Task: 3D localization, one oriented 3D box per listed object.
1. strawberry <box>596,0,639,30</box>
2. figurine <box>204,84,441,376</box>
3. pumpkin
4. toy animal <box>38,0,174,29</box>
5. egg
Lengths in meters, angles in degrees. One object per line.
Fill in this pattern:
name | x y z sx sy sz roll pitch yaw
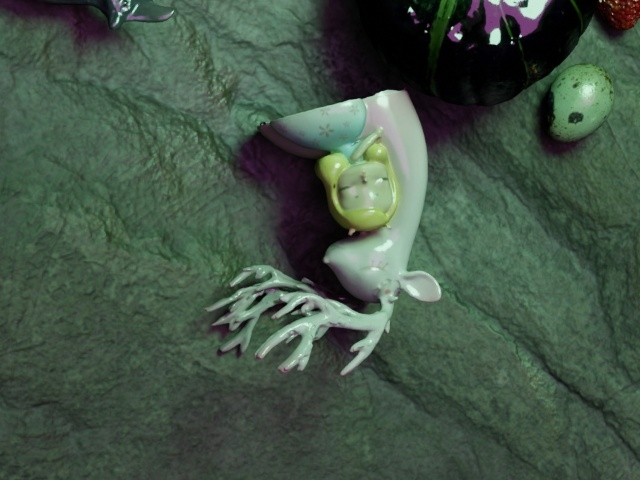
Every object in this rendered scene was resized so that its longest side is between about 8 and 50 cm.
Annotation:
strawberry | 0.399 -0.324 1.753 0.083 0.083 0.096 -6 101 -16
figurine | -0.001 0.000 1.597 0.284 0.206 0.315 -14 90 -22
pumpkin | 0.189 -0.301 1.625 0.296 0.296 0.296 -1 92 -17
toy animal | -0.356 -0.350 1.524 0.206 0.081 0.367 -37 94 -8
egg | 0.333 -0.177 1.732 0.085 0.085 0.110 32 98 -15
